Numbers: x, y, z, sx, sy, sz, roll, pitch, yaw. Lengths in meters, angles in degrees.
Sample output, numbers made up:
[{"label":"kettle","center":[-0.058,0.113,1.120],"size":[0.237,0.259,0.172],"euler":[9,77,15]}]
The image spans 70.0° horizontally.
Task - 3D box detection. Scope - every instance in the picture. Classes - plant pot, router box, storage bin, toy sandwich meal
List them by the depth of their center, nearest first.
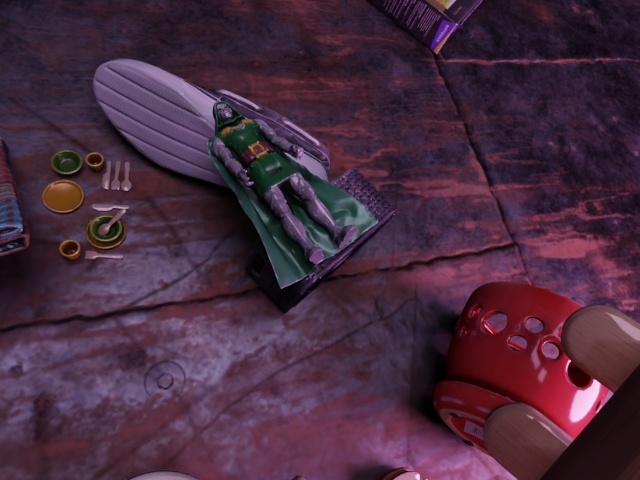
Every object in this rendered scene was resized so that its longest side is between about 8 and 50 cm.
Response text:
[{"label":"toy sandwich meal","center":[0.106,0.318,0.548],"size":[0.085,0.029,0.086],"euler":[7,65,-15]},{"label":"plant pot","center":[0.247,0.173,0.571],"size":[0.191,0.191,0.174],"euler":[37,63,0]},{"label":"storage bin","center":[0.000,0.000,0.604],"size":[0.180,0.122,0.084],"euler":[-38,82,-28]},{"label":"router box","center":[0.233,-0.564,0.961],"size":[0.243,0.081,0.309],"euler":[38,61,1]}]

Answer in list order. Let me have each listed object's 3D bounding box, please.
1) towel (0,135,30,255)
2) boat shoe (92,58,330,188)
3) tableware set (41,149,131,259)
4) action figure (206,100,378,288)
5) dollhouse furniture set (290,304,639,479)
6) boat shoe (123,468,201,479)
[{"label":"towel","center":[-0.488,-0.008,0.417],"size":[0.370,0.040,0.271],"euler":[-22,42,-26]},{"label":"boat shoe","center":[-0.140,-0.151,0.646],"size":[0.335,0.121,0.119],"euler":[28,37,-10]},{"label":"tableware set","center":[-0.300,-0.048,0.583],"size":[0.103,0.024,0.154],"euler":[2,66,-17]},{"label":"action figure","center":[-0.057,-0.075,0.522],"size":[0.137,0.063,0.232],"euler":[-33,71,-24]},{"label":"dollhouse furniture set","center":[0.108,0.195,0.318],"size":[0.256,0.362,0.394],"euler":[38,101,22]},{"label":"boat shoe","center":[-0.075,0.440,0.364],"size":[0.186,0.156,0.500],"euler":[-15,71,-22]}]
